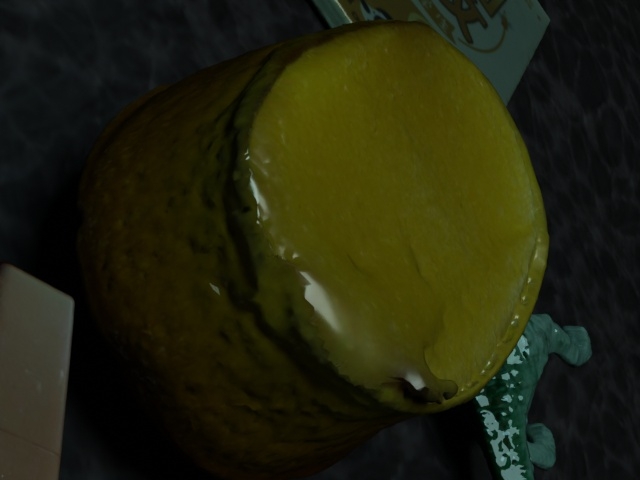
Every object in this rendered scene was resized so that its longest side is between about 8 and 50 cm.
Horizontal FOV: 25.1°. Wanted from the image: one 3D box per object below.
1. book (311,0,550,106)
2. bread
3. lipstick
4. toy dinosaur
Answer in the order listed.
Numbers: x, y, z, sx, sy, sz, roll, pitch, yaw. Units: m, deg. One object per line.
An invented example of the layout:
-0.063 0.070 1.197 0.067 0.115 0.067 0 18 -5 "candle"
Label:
0.075 -0.183 1.024 0.208 0.020 0.295 53 33 -14 "book"
0.000 0.000 0.671 0.269 0.142 0.195 -33 98 -56 "bread"
-0.124 0.081 0.529 0.045 0.045 0.145 36 40 -39 "lipstick"
0.129 0.114 0.844 0.129 0.076 0.383 -8 71 -50 "toy dinosaur"
